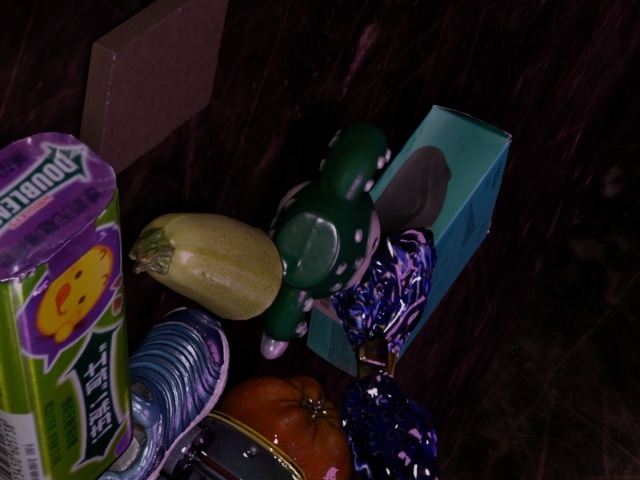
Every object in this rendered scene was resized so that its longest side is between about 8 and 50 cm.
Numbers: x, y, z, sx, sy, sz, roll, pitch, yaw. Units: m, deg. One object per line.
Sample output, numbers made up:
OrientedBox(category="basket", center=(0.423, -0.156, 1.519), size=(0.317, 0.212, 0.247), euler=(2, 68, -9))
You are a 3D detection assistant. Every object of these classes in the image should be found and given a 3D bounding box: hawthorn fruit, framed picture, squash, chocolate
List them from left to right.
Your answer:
OrientedBox(category="framed picture", center=(-0.129, -0.129, 1.302), size=(0.168, 0.023, 0.127), euler=(-45, 156, -49))
OrientedBox(category="squash", center=(-0.113, 0.020, 1.488), size=(0.094, 0.094, 0.224), euler=(-64, 159, 3))
OrientedBox(category="hawthorn fruit", center=(-0.050, 0.242, 1.905), size=(0.189, 0.189, 0.189), euler=(-55, 163, -27))
OrientedBox(category="chocolate", center=(0.070, 0.152, 1.857), size=(0.148, 0.126, 0.343), euler=(29, 57, -67))

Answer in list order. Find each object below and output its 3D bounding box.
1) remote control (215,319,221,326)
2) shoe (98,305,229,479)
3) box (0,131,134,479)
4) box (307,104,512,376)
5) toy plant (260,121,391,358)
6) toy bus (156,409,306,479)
OrientedBox(category="remote control", center=(-0.136, 0.149, 1.726), size=(0.065, 0.029, 0.166), euler=(-49, 164, -41))
OrientedBox(category="shoe", center=(-0.160, 0.153, 1.531), size=(0.207, 0.092, 0.106), euler=(-57, 169, -9))
OrientedBox(category="box", center=(-0.208, 0.075, 1.249), size=(0.134, 0.097, 0.345), euler=(-45, 158, -28))
OrientedBox(category="box", center=(0.111, 0.003, 2.116), size=(0.311, 0.118, 0.205), euler=(-52, 163, -34))
OrientedBox(category="toy plant", center=(0.002, -0.005, 1.752), size=(0.243, 0.113, 0.232), euler=(-59, 174, -53))
OrientedBox(category="toy bus", center=(-0.146, 0.335, 1.748), size=(0.331, 0.145, 0.151), euler=(-56, 171, 6))
